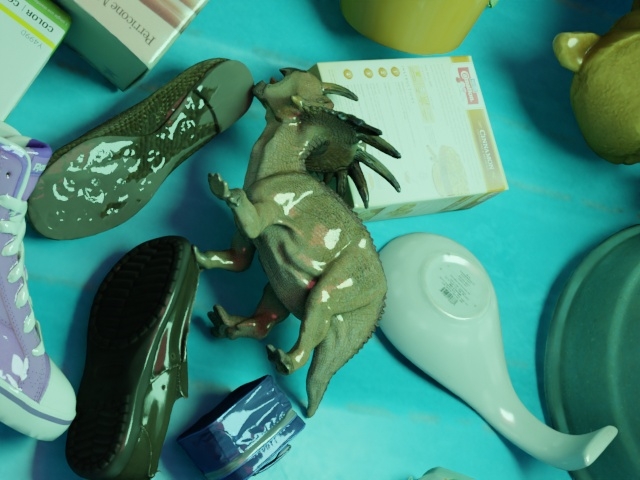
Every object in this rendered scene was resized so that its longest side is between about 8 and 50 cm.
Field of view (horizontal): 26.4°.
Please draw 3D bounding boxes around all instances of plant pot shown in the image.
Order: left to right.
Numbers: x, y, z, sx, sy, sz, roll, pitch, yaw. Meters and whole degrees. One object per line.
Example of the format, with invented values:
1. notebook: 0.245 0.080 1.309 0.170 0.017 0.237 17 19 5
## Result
1. plant pot: 0.103 -0.288 1.296 0.205 0.188 0.205 12 36 -9
2. plant pot: 0.442 0.120 1.270 0.341 0.334 0.341 5 78 -24

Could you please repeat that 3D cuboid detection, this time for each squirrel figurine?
1. squirrel figurine: 0.410 -0.249 1.372 0.370 0.397 0.281 -37 76 -24

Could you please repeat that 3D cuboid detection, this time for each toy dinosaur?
1. toy dinosaur: 0.000 0.000 1.171 0.200 0.127 0.296 -25 99 -29

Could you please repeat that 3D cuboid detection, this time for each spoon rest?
1. spoon rest: 0.153 0.108 1.292 0.276 0.084 0.137 48 54 7

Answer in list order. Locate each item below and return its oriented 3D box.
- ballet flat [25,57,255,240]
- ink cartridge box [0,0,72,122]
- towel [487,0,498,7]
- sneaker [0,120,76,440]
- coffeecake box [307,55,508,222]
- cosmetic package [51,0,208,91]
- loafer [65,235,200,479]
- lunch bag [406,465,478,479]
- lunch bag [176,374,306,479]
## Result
1. ballet flat: -0.159 -0.083 1.174 0.250 0.058 0.084 -42 123 -29
2. ink cartridge box: -0.339 -0.119 1.044 0.189 0.097 0.255 36 58 -17
3. towel: 0.191 -0.336 1.441 0.113 0.023 0.152 -46 134 -32
4. sneaker: -0.234 0.015 0.996 0.161 0.102 0.282 -38 118 -4
5. coffeecake box: 0.074 -0.097 1.307 0.185 0.068 0.142 -7 77 -33
6. cosmetic package: -0.122 -0.291 1.164 0.153 0.129 0.296 39 77 -13
7. loafer: -0.146 0.099 1.111 0.078 0.080 0.220 47 50 -48
8. lunch bag: 0.116 0.329 1.130 0.262 0.160 0.223 38 51 25
9. lunch bag: -0.061 0.162 1.136 0.098 0.067 0.065 -37 95 -36
